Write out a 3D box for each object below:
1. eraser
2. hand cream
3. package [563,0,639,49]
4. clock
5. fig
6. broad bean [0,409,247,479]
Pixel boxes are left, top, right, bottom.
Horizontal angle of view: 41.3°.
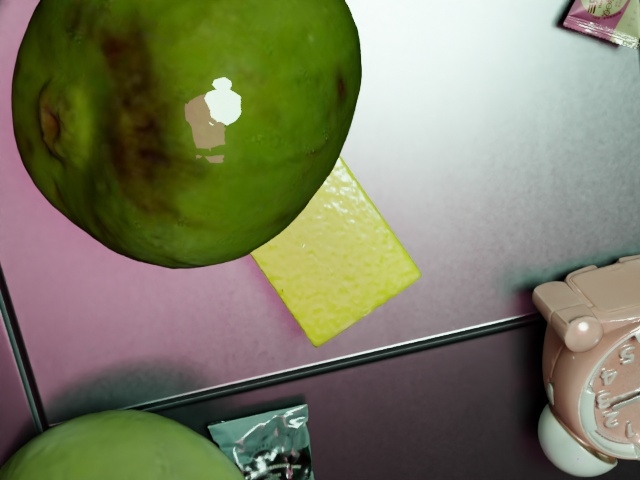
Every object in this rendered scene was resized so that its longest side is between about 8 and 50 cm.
[{"bbox_3d":[0.000,0.000,0.621,0.097,0.045,0.122,-33,105,2],"label":"eraser"},{"bbox_3d":[-0.034,0.254,0.682,0.075,0.052,0.247,-13,99,-28],"label":"hand cream"},{"bbox_3d":[0.217,-0.186,0.615,0.059,0.029,0.083,19,89,-4],"label":"package"},{"bbox_3d":[0.244,0.098,0.660,0.166,0.093,0.162,-14,114,-4],"label":"clock"},{"bbox_3d":[-0.067,-0.092,0.532,0.225,0.203,0.203,-27,110,-42],"label":"fig"},{"bbox_3d":[-0.153,0.261,0.614,0.238,0.119,0.291,29,102,9],"label":"broad bean"}]
